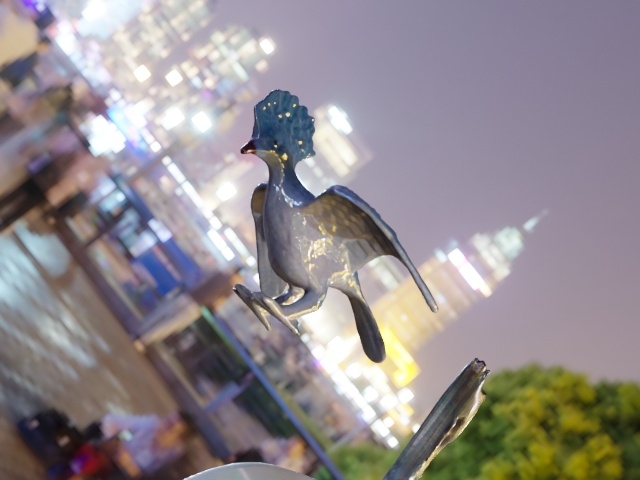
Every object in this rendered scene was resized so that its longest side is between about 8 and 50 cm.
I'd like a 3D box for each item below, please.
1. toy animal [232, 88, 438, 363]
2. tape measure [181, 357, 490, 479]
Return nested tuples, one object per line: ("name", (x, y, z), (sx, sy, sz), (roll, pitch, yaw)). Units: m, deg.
("toy animal", (0.000, 0.000, 1.311), (0.255, 0.176, 0.239), (44, -18, -31))
("tape measure", (-0.027, 0.212, 1.053), (0.215, 0.351, 0.098), (25, 18, -50))
